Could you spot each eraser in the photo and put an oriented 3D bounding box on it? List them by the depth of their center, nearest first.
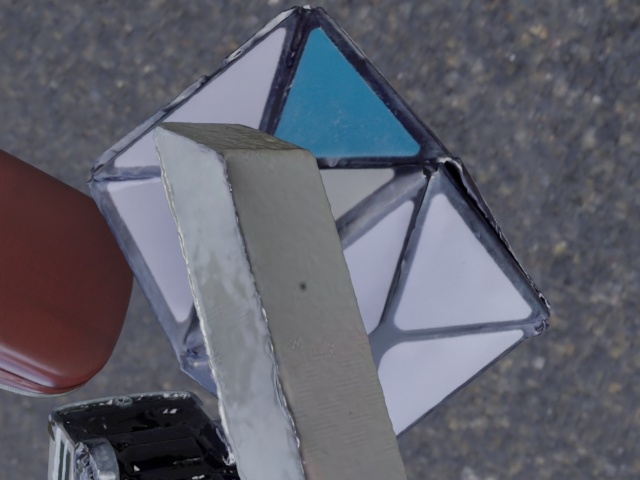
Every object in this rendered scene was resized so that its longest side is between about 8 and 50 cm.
[{"bbox_3d":[-0.033,0.060,1.212,0.077,0.111,0.352,-25,76,40],"label":"eraser"}]

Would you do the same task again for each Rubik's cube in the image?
[{"bbox_3d":[0.000,0.000,1.539,0.310,0.305,0.307,-37,135,4],"label":"Rubik's cube"}]

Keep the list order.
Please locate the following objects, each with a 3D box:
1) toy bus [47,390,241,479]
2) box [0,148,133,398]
[{"bbox_3d":[-0.157,0.366,1.776,0.440,0.209,0.249,39,128,52],"label":"toy bus"},{"bbox_3d":[-0.389,0.016,1.733,0.404,0.263,0.108,31,149,-35],"label":"box"}]
